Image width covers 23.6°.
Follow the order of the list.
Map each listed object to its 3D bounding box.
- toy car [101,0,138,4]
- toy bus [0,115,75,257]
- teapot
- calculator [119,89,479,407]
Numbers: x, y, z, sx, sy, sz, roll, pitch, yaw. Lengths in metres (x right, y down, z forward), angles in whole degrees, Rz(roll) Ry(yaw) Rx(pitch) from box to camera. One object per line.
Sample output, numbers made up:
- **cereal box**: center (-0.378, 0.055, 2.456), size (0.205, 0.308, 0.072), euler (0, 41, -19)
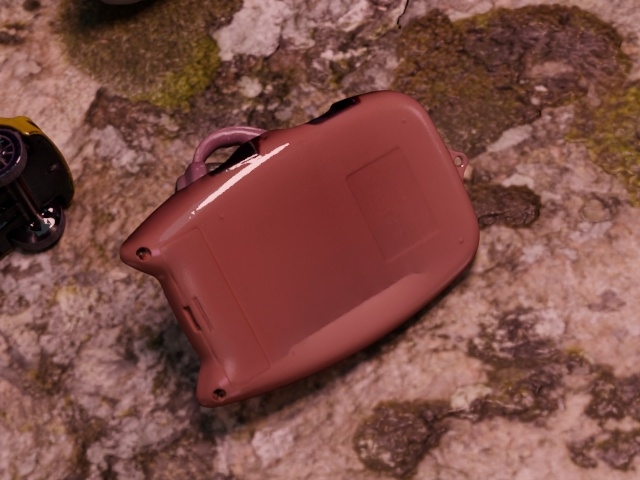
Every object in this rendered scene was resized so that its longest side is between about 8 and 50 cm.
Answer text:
- **toy car**: center (-0.170, -0.383, 1.577), size (0.212, 0.270, 0.180), euler (-12, 54, -20)
- **toy bus**: center (-0.401, -0.006, 1.453), size (0.331, 0.145, 0.151), euler (-40, 62, -13)
- **teapot**: center (-0.064, -0.027, 1.448), size (0.146, 0.116, 0.148), euler (-3, 35, -8)
- **calculator**: center (0.000, 0.000, 1.378), size (0.329, 0.048, 0.220), euler (-31, 101, -16)
